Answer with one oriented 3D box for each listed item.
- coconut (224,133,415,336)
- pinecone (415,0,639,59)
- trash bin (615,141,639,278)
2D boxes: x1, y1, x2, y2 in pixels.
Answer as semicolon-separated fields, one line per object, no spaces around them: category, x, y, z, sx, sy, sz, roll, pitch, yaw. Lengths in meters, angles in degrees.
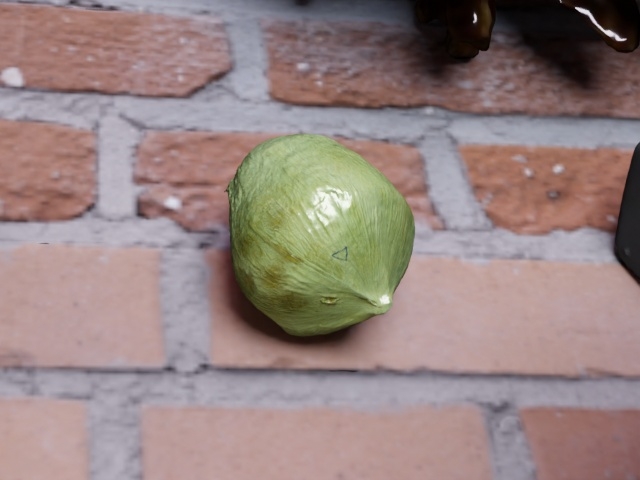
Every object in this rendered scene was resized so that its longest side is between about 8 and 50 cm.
coconut;0.000;0.000;0.645;0.088;0.088;0.096;-22;50;-28
pinecone;0.118;-0.271;0.744;0.397;0.398;0.398;6;48;-7
trash bin;0.283;-0.018;0.698;0.236;0.101;0.177;-23;50;-24
